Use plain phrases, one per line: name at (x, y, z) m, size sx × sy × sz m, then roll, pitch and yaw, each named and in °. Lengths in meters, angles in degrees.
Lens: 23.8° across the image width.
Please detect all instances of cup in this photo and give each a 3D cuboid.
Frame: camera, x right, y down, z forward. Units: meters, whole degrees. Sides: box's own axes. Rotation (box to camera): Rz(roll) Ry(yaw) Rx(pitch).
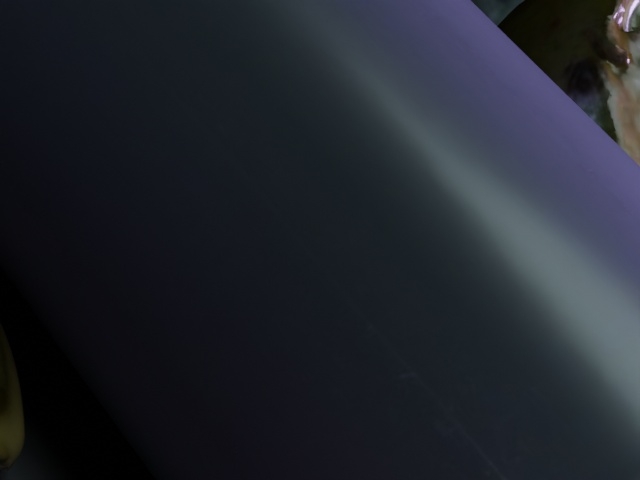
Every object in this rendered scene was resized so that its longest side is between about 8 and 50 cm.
cup at (0.000, 0.000, 0.560) m, size 0.312 × 0.205 × 0.205 m, roll 49°, pitch 29°, yaw 18°

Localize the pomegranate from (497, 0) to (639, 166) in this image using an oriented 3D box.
pomegranate at (0.179, 0.036, 0.746) m, size 0.310 × 0.216 × 0.358 m, roll 26°, pitch 61°, yaw -26°

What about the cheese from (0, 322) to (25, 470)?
cheese at (-0.151, 0.009, 0.532) m, size 0.086 × 0.036 × 0.162 m, roll 19°, pitch 35°, yaw -37°

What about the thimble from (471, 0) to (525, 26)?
thimble at (0.175, -0.131, 0.952) m, size 0.250 × 0.205 × 0.172 m, roll 11°, pitch 39°, yaw -35°
